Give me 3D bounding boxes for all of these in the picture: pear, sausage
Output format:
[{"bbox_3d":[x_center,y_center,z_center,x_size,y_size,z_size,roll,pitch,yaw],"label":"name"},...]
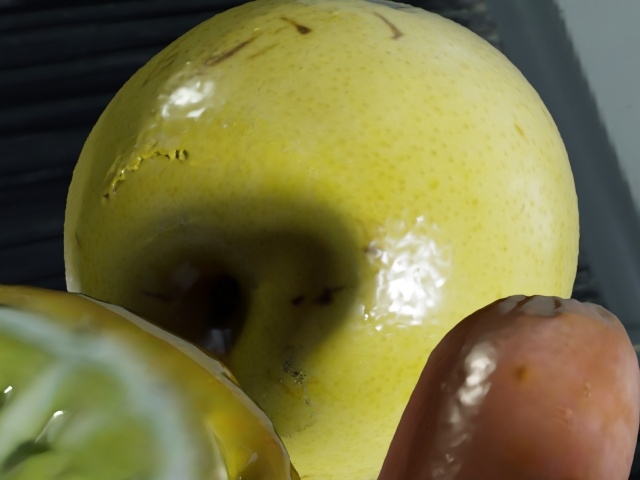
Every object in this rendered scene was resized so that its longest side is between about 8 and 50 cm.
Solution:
[{"bbox_3d":[0.000,0.000,0.980,0.348,0.348,0.348,22,118,49],"label":"pear"},{"bbox_3d":[0.068,0.141,0.635,0.113,0.113,0.259,-14,51,54],"label":"sausage"}]

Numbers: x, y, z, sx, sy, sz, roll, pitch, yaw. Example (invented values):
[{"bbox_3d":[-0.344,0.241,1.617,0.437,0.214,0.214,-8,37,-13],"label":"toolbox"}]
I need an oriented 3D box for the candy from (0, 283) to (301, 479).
[{"bbox_3d":[-0.125,0.123,0.492,0.260,0.259,0.118,49,148,33],"label":"candy"}]
